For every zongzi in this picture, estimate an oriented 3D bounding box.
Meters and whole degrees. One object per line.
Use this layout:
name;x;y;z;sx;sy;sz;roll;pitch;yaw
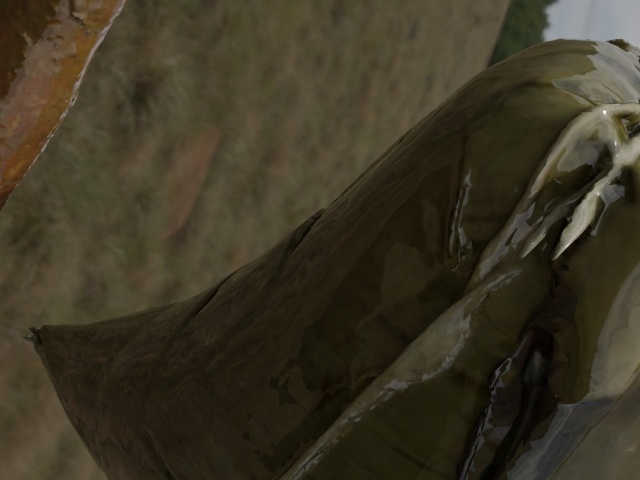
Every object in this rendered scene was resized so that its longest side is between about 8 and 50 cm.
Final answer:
zongzi;-0.015;0.007;0.649;0.218;0.467;0.500;-30;143;-45

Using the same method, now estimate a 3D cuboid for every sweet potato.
sweet potato;-0.161;-0.048;0.557;0.066;0.072;0.314;11;125;-50
